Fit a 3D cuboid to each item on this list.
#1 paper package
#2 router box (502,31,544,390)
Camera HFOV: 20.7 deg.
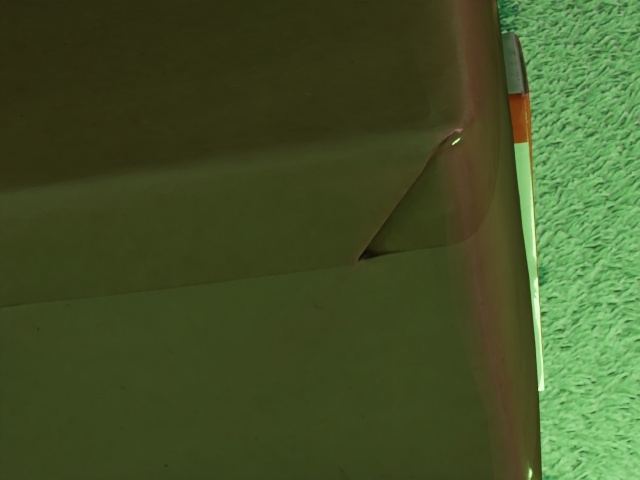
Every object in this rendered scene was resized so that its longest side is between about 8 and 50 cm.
[{"bbox_3d":[-0.088,-0.025,0.602,0.325,0.309,0.168,-89,169,-56],"label":"paper package"},{"bbox_3d":[0.000,0.000,1.354,0.082,0.335,0.301,-90,172,-50],"label":"router box"}]
